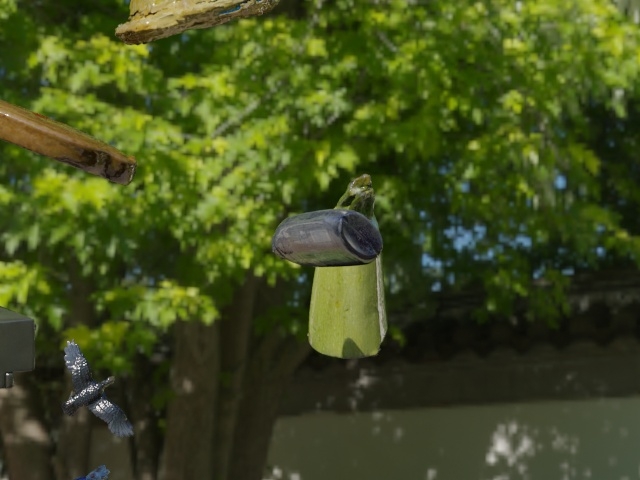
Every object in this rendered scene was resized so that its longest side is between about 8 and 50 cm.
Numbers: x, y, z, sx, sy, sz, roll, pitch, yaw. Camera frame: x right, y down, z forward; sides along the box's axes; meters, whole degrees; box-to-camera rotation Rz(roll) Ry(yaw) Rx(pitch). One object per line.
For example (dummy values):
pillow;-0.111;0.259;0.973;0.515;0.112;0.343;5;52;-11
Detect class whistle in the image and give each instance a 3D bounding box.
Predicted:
whistle;-0.317;0.325;1.521;0.083;0.029;0.033;-31;24;-8

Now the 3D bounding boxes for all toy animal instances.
toy animal;-0.441;0.294;2.203;0.108;0.220;0.062;-29;4;15

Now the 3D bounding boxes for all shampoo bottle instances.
shampoo bottle;0.000;0.000;1.517;0.087;0.049;0.234;46;-20;-16

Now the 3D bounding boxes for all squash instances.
squash;0.046;0.027;1.789;0.137;0.287;0.137;1;17;0

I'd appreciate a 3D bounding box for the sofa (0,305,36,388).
sofa;-0.391;0.126;1.393;0.060;0.085;0.147;-1;5;-37

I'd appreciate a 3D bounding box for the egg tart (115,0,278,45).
egg tart;-0.206;-0.403;1.910;0.291;0.107;0.291;-14;13;3

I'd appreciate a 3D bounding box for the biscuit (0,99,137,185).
biscuit;-0.472;-0.176;1.959;0.359;0.074;0.381;23;3;0
